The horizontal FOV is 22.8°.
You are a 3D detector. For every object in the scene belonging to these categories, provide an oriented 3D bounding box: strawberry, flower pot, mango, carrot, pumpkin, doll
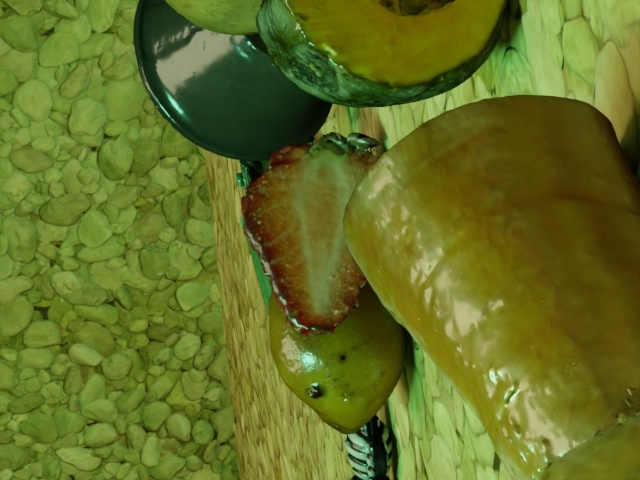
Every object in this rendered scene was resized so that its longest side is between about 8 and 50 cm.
[{"bbox_3d":[-0.007,-0.002,1.733,0.236,0.175,0.106,-60,-12,-22],"label":"strawberry"},{"bbox_3d":[-0.066,-0.238,1.832,0.166,0.269,0.269,-27,71,58],"label":"flower pot"},{"bbox_3d":[0.020,0.090,1.817,0.136,0.166,0.236,-34,31,34],"label":"mango"},{"bbox_3d":[0.143,0.055,0.970,0.196,0.196,0.254,92,161,-50],"label":"carrot"},{"bbox_3d":[0.037,-0.243,1.247,0.139,0.190,0.280,162,99,-81],"label":"pumpkin"},{"bbox_3d":[0.064,0.302,1.991,0.091,0.067,0.219,-148,48,-72],"label":"doll"}]

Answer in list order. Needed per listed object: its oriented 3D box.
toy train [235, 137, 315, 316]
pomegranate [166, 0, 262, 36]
[{"bbox_3d":[-0.033,0.002,2.126,0.202,0.120,0.300,86,170,-46],"label":"toy train"},{"bbox_3d":[-0.065,-0.340,1.493,0.322,0.322,0.322,171,90,-81],"label":"pomegranate"}]
